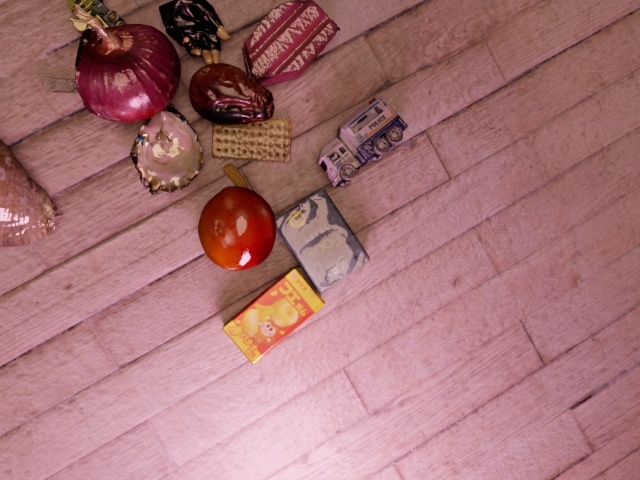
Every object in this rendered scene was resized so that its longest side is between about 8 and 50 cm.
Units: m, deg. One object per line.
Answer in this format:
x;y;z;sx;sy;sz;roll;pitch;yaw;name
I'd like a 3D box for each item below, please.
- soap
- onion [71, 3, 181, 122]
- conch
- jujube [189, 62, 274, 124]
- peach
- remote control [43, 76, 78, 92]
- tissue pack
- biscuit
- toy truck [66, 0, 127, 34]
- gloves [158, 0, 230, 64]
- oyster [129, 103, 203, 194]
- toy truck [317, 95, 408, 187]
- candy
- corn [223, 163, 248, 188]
-0.104;-0.559;1.642;0.182;0.112;0.289;42;85;-7;soap
-0.490;-0.437;1.501;0.231;0.272;0.255;4;94;-2;onion
-0.882;-0.113;1.492;0.352;0.210;0.297;37;100;-6;conch
-0.244;-0.398;1.586;0.237;0.168;0.168;17;89;7;jujube
-0.233;-0.034;1.589;0.200;0.244;0.243;-8;94;-53;peach
-0.723;-0.433;1.597;0.096;0.014;0.039;1;91;-10;remote control
0.000;0.000;1.686;0.185;0.081;0.257;-34;95;-6;tissue pack
-0.202;-0.300;1.680;0.232;0.016;0.138;2;91;-9;biscuit
-0.613;-0.601;1.577;0.116;0.085;0.191;-42;99;-1;toy truck
-0.345;-0.581;1.603;0.165;0.124;0.203;-19;111;7;gloves
-0.440;-0.265;1.612;0.198;0.092;0.259;-19;103;-8;oyster
0.109;-0.286;1.678;0.268;0.124;0.155;-39;89;-8;toy truck
-0.136;0.215;1.666;0.276;0.088;0.146;-41;96;-6;candy
-0.245;-0.184;1.666;0.037;0.037;0.092;-36;97;-7;corn
